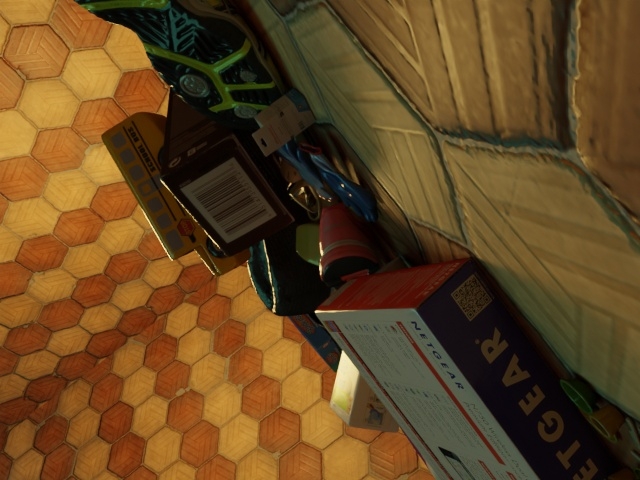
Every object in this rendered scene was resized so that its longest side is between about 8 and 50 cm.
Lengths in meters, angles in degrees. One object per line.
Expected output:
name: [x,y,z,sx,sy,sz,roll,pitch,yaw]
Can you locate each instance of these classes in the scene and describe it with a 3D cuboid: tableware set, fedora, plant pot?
tableware set: [0.260,0.187,0.493,0.154,0.024,0.104,55,177,-32]
fedora: [-0.060,0.041,1.193,0.334,0.153,0.333,37,134,50]
plant pot: [0.000,0.000,1.045,0.083,0.082,0.081,10,105,33]

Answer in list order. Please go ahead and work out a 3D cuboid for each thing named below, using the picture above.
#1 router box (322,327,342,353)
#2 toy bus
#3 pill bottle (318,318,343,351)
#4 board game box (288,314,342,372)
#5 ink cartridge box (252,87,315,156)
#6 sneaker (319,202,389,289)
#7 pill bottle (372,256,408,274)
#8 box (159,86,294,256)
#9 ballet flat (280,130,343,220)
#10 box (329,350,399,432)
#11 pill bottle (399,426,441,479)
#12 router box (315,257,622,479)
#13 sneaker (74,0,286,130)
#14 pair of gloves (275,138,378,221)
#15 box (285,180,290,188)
router box: [0.056,0.161,1.597,0.242,0.081,0.308,54,-161,-29]
toy bus: [-0.265,-0.081,1.067,0.332,0.130,0.108,61,-171,-4]
pill bottle: [0.135,0.235,1.381,0.318,0.176,0.176,56,176,-32]
board game box: [-0.017,0.232,1.401,0.160,0.047,0.210,45,171,30]
ink cartridge box: [-0.053,-0.155,0.741,0.028,0.083,0.048,50,175,38]
sneaker: [0.076,0.032,0.992,0.314,0.116,0.136,53,-157,-62]
pill bottle: [0.132,0.096,0.832,0.137,0.078,0.078,53,177,4]
box: [-0.168,-0.168,1.011,0.191,0.143,0.381,55,-170,-36]
ballet flat: [-0.025,-0.106,0.947,0.080,0.073,0.232,53,177,39]
box: [0.103,0.246,1.083,0.103,0.203,0.114,14,177,-18]
pill bottle: [0.230,0.326,1.084,0.169,0.169,0.301,54,176,-19]
router box: [0.164,0.189,0.673,0.335,0.082,0.301,54,161,-6]
sneaker: [-0.164,-0.294,0.708,0.385,0.145,0.147,44,-137,-40]
pair of gloves: [0.005,-0.094,0.806,0.159,0.023,0.198,45,170,-37]
box: [-0.221,-0.097,1.805,0.182,0.296,0.294,54,177,-2]
